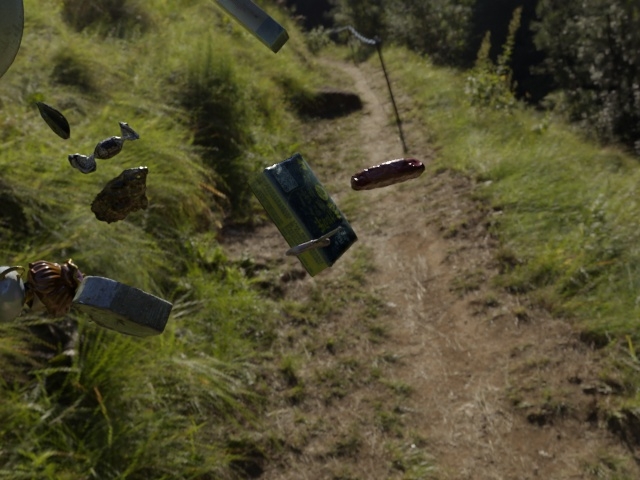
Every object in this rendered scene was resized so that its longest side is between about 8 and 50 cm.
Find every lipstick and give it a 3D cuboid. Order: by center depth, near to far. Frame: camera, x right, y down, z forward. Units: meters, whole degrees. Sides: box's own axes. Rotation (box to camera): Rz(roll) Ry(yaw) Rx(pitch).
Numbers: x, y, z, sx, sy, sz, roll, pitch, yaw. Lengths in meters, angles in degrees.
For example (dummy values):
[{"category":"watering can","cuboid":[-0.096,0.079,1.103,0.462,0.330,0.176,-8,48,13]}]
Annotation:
[{"category":"lipstick","cuboid":[-0.228,-0.659,1.781,0.066,0.317,0.068,-49,-10,3]}]

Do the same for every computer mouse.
[{"category":"computer mouse","cuboid":[-0.788,-0.363,1.863,0.079,0.135,0.047,-1,42,53]}]

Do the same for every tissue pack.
[{"category":"tissue pack","cuboid":[-0.034,-0.064,1.426,0.081,0.257,0.185,-32,3,30]}]

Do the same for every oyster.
[{"category":"oyster","cuboid":[-0.420,-0.097,1.355,0.177,0.105,0.056,-43,54,20]}]

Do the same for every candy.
[{"category":"candy","cuboid":[-0.678,-0.290,1.966,0.226,0.094,0.051,-35,20,-16]}]

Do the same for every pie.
[{"category":"pie","cuboid":[0.160,-0.153,1.479,0.182,0.049,0.182,-13,-2,0]}]

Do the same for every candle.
[{"category":"candle","cuboid":[-0.369,0.134,1.193,0.168,0.192,0.068,11,68,8]}]

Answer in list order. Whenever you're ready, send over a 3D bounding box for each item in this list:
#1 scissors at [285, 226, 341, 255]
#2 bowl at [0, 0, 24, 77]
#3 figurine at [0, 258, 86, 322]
[{"category":"scissors","cuboid":[0.000,0.000,1.230,0.100,0.015,0.189,-15,-6,-27]},{"category":"bowl","cuboid":[-0.809,-0.489,1.342,0.313,0.313,0.146,-11,2,22]},{"category":"figurine","cuboid":[-0.701,0.121,1.519,0.263,0.142,0.189,-5,-32,-45]}]
